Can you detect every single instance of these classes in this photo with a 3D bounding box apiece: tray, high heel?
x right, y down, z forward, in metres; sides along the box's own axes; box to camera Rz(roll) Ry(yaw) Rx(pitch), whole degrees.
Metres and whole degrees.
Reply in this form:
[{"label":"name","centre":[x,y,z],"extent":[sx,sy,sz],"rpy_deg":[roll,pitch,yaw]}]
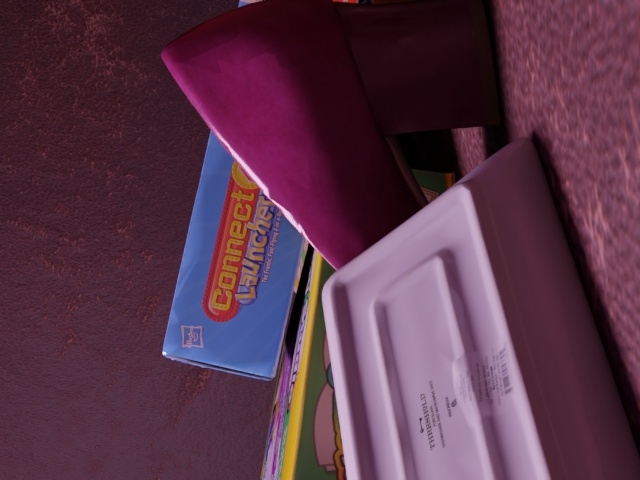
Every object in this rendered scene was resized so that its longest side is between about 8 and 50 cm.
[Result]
[{"label":"tray","centre":[0.057,0.080,0.498],"extent":[0.030,0.145,0.270],"rpy_deg":[31,-145,-35]},{"label":"high heel","centre":[0.024,0.046,0.684],"extent":[0.127,0.181,0.377],"rpy_deg":[-101,3,-85]}]

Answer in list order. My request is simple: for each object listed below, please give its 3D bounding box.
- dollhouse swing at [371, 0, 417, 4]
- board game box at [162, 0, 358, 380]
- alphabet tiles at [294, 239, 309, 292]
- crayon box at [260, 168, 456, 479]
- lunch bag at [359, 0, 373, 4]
[{"label":"dollhouse swing","centre":[0.030,-0.350,0.738],"extent":[0.315,0.305,0.347],"rpy_deg":[-54,17,19]},{"label":"board game box","centre":[-0.043,-0.058,0.987],"extent":[0.302,0.086,0.308],"rpy_deg":[-115,38,-89]},{"label":"alphabet tiles","centre":[0.000,0.000,1.251],"extent":[0.342,0.011,0.285],"rpy_deg":[52,156,42]},{"label":"crayon box","centre":[0.015,0.172,0.895],"extent":[0.313,0.106,0.363],"rpy_deg":[106,172,-58]},{"label":"lunch bag","centre":[-0.008,-0.242,1.303],"extent":[0.223,0.160,0.262],"rpy_deg":[87,-179,-63]}]
